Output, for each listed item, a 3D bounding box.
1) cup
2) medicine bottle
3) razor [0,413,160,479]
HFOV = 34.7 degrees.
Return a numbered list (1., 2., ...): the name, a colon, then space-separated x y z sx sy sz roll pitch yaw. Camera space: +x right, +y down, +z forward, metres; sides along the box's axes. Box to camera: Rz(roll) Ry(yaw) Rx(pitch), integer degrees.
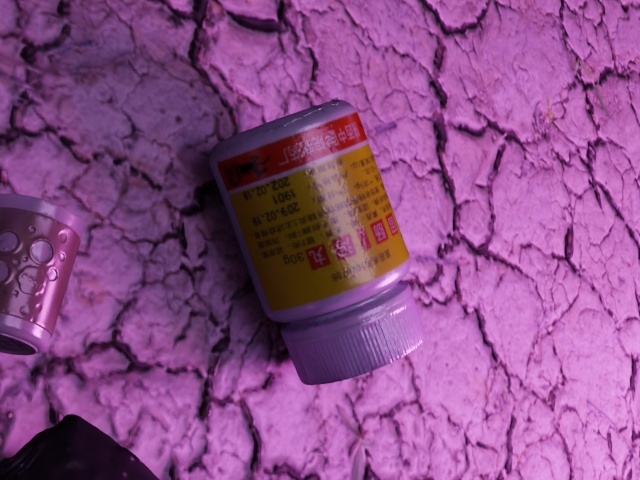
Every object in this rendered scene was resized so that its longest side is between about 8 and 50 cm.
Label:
1. cup: -0.226 0.021 0.719 0.102 0.074 0.099 28 62 -37
2. medicine bottle: 0.000 0.000 0.903 0.139 0.139 0.225 -26 99 -45
3. razor: -0.129 0.289 0.728 0.327 0.107 0.189 52 50 -23
